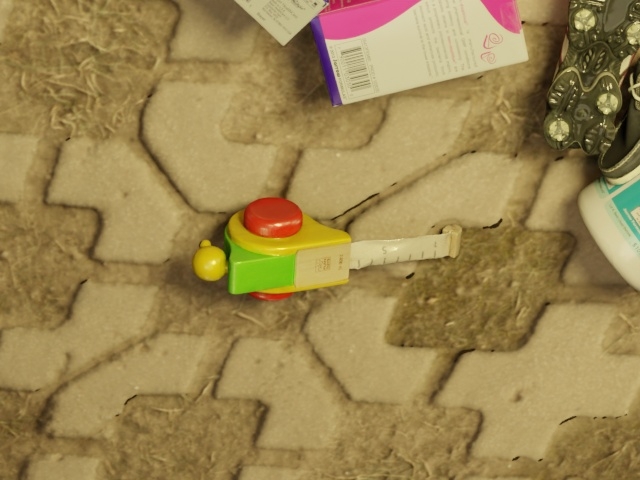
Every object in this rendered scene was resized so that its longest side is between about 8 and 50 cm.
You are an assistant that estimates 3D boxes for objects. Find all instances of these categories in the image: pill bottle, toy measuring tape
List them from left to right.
[{"bbox_3d":[0.000,0.000,2.115,0.330,0.121,0.121,-9,121,-22],"label":"toy measuring tape"},{"bbox_3d":[0.436,-0.066,2.038,0.264,0.146,0.146,-35,113,17],"label":"pill bottle"}]

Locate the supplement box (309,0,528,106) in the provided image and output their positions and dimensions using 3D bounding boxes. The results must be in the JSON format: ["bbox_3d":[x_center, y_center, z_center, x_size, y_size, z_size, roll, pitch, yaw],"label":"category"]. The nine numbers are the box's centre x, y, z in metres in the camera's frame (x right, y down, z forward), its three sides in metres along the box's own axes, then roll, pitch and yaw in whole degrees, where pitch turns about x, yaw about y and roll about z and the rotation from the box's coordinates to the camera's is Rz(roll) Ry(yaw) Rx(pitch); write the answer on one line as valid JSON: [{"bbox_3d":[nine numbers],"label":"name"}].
[{"bbox_3d":[0.106,-0.239,1.961,0.220,0.114,0.111,-12,117,7],"label":"supplement box"}]

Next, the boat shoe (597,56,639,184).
[{"bbox_3d":[0.373,-0.172,2.001,0.079,0.084,0.233,29,98,-25],"label":"boat shoe"}]

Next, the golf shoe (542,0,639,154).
[{"bbox_3d":[0.309,-0.231,1.968,0.105,0.120,0.273,19,115,-4],"label":"golf shoe"}]

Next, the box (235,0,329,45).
[{"bbox_3d":[-0.059,-0.294,1.914,0.072,0.137,0.126,-42,111,18],"label":"box"}]
